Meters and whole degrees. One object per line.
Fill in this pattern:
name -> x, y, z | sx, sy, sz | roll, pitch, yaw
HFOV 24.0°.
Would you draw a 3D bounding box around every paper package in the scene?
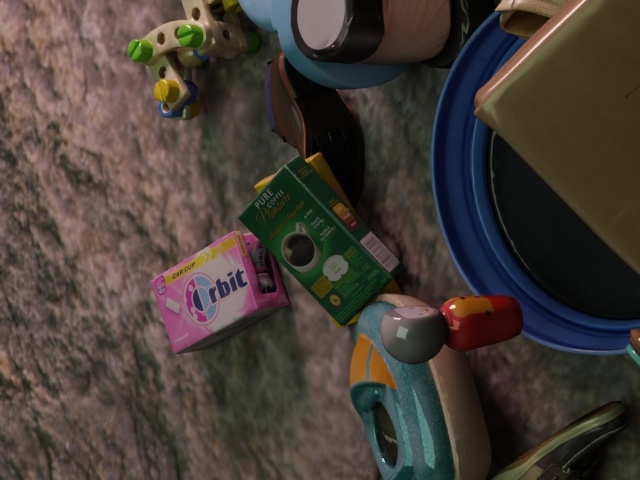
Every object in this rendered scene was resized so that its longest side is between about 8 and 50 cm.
paper package -> 0.354, -0.128, 1.321 | 0.309, 0.168, 0.325 | 45, 106, 0

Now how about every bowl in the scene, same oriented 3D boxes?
bowl -> 0.289, -0.077, 1.566 | 0.391, 0.077, 0.391 | 5, 98, 43

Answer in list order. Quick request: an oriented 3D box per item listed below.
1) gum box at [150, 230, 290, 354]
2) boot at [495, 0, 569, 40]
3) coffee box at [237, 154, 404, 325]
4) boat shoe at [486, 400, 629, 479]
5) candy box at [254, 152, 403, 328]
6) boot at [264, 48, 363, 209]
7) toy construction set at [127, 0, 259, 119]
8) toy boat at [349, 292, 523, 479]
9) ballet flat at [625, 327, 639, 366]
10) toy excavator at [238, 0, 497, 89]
gum box -> -0.130, 0.066, 1.973 | 0.188, 0.062, 0.107 | -29, 75, 40
boot -> 0.220, -0.306, 1.516 | 0.262, 0.095, 0.203 | 26, 89, 42
coffee box -> 0.000, 0.000, 1.774 | 0.184, 0.040, 0.113 | 45, 130, 3
boat shoe -> 0.262, 0.247, 1.626 | 0.223, 0.080, 0.073 | -44, 71, 42
candy box -> 0.010, 0.002, 1.815 | 0.105, 0.027, 0.206 | -24, 100, 39
boot -> -0.010, -0.137, 1.855 | 0.106, 0.082, 0.219 | -173, 67, -69
toy construction set -> -0.193, -0.335, 1.946 | 0.215, 0.151, 0.327 | -32, 84, 40
toy boat -> 0.105, 0.151, 1.648 | 0.318, 0.148, 0.267 | 112, 145, -56
ballet flat -> 0.445, 0.177, 1.411 | 0.342, 0.116, 0.124 | 48, 108, 16
toy excavator -> -0.032, -0.384, 1.760 | 0.445, 0.222, 0.433 | -2, 92, 51
